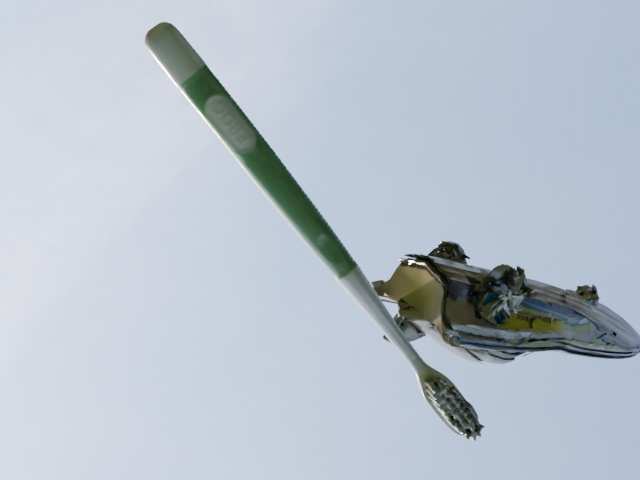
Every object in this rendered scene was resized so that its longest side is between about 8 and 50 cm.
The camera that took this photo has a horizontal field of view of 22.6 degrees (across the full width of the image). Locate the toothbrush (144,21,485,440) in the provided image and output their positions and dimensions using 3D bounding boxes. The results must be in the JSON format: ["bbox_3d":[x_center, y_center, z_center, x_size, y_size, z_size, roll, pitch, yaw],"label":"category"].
[{"bbox_3d":[0.000,0.000,0.768,0.018,0.257,0.024,-39,-167,-4],"label":"toothbrush"}]

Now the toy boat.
[{"bbox_3d":[0.128,0.048,0.981,0.084,0.210,0.066,26,-81,54],"label":"toy boat"}]
